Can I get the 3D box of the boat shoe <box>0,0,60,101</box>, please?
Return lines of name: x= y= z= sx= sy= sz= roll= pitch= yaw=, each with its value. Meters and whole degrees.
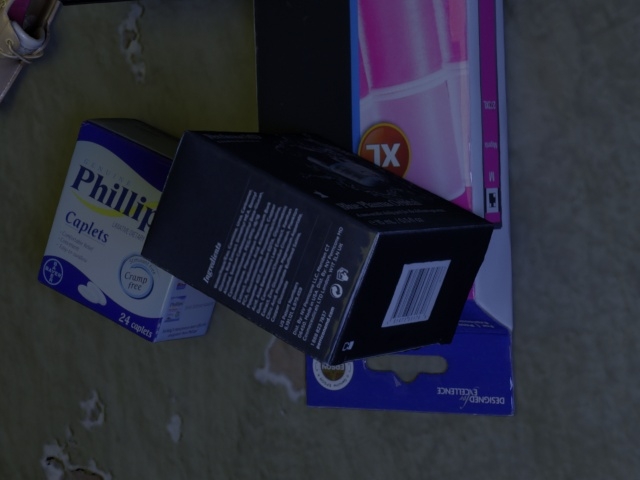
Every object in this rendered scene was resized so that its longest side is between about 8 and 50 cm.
boat shoe: x=-0.246 y=-0.172 z=1.378 sx=0.059 sy=0.063 sz=0.170 roll=35 pitch=109 yaw=32

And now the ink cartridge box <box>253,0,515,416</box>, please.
ink cartridge box: x=0.042 y=-0.060 z=1.205 sx=0.175 sy=0.069 sz=0.371 roll=-1 pitch=95 yaw=32

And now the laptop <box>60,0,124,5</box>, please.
laptop: x=-0.063 y=-0.401 z=1.140 sx=0.382 sy=0.236 sz=0.408 roll=0 pitch=133 yaw=32

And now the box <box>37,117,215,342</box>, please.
box: x=-0.135 y=-0.010 z=1.311 sx=0.126 sy=0.072 sz=0.137 roll=25 pitch=105 yaw=28

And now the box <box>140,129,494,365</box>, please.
box: x=0.000 y=0.000 z=1.104 sx=0.158 sy=0.156 sz=0.093 roll=28 pitch=106 yaw=28
